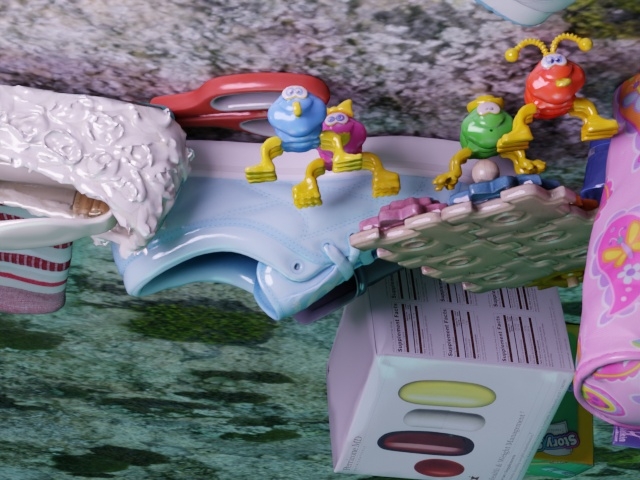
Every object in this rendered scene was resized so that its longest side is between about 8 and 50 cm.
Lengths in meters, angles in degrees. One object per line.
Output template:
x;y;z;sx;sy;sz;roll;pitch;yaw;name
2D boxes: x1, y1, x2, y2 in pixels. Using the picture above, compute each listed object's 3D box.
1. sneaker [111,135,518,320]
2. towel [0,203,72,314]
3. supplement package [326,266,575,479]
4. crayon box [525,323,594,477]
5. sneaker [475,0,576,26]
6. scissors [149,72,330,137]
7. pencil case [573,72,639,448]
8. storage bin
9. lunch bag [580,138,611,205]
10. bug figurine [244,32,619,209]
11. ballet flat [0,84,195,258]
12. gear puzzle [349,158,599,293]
0.000;0.000;1.447;0.366;0.150;0.135;-1;162;-1;sneaker
-0.370;0.009;1.697;0.237;0.037;0.329;5;160;-9;towel
0.126;0.133;1.727;0.203;0.149;0.194;6;134;-10;supplement package
0.167;0.171;1.899;0.279;0.165;0.081;7;160;-13;crayon box
0.087;-0.198;0.998;0.229;0.087;0.092;9;154;-40;sneaker
-0.138;-0.109;1.365;0.297;0.021;0.109;1;163;6;scissors
0.259;0.005;1.240;0.124;0.284;0.124;10;148;6;pencil case
0.025;0.011;1.596;0.091;0.098;0.135;-19;173;-32;storage bin
0.269;-0.057;1.394;0.098;0.065;0.067;-5;146;28;lunch bag
0.076;-0.088;1.290;0.279;0.072;0.216;-7;169;-5;bug figurine
-0.305;-0.065;1.308;0.409;0.147;0.147;7;160;-3;ballet flat
0.171;-0.005;1.397;0.175;0.044;0.339;-16;161;26;gear puzzle
